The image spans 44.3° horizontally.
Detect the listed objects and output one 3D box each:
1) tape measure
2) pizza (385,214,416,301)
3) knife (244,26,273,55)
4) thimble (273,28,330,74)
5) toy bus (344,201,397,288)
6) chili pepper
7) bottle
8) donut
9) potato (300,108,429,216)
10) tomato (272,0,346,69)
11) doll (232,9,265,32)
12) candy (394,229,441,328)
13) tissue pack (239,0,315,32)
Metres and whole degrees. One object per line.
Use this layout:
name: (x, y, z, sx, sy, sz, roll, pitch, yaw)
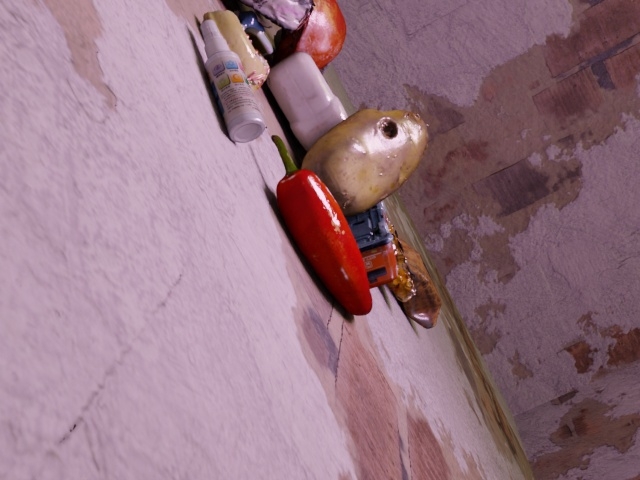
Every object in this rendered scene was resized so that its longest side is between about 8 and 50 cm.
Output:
tape measure: (-0.016, -0.281, 1.725, 0.265, 0.130, 0.258, 58, 8, 1)
pizza: (0.138, 0.008, 1.856, 0.229, 0.081, 0.290, 75, -7, -61)
knife: (-0.128, -0.377, 1.507, 0.061, 0.027, 0.343, 50, 0, -16)
thimble: (-0.048, -0.496, 2.054, 0.151, 0.127, 0.118, 96, -24, -73)
toy bus: (0.092, 0.002, 1.611, 0.265, 0.121, 0.120, -91, 161, -68)
chili pepper: (0.004, 0.006, 1.288, 0.369, 0.091, 0.137, 66, -10, -24)
bottle: (-0.142, -0.252, 1.208, 0.060, 0.060, 0.217, 42, 25, -64)
donut: (-0.138, -0.320, 1.370, 0.166, 0.065, 0.108, 54, 9, -50)
potato: (0.091, -0.163, 1.580, 0.141, 0.296, 0.192, 36, -31, 52)
tomato: (-0.015, -0.492, 1.875, 0.139, 0.233, 0.200, 14, 26, -19)
doll: (-0.150, -0.455, 1.701, 0.083, 0.050, 0.076, 53, 19, -52)
candy: (0.236, 0.098, 2.033, 0.143, 0.101, 0.271, -108, 174, -48)
tissue pack: (-0.137, -0.610, 1.745, 0.245, 0.123, 0.332, 26, 29, -26)
